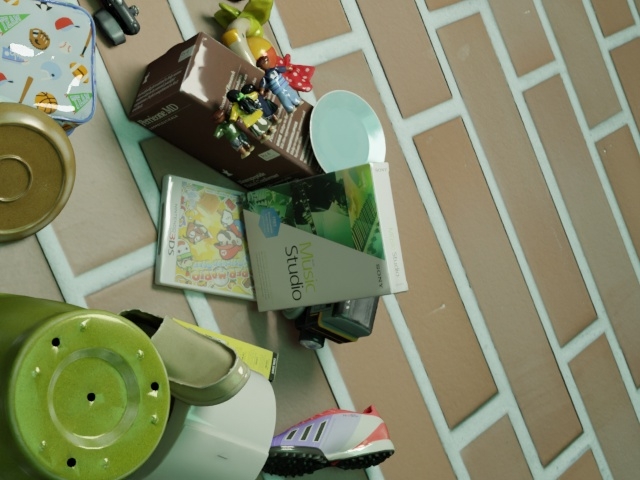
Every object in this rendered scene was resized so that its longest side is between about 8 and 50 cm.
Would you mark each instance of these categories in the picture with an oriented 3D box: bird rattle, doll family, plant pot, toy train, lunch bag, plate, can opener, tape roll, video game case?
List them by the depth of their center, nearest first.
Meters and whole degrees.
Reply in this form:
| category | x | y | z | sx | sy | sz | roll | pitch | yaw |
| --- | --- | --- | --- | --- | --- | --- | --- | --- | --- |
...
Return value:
| category | x | y | z | sx | sy | sz | roll | pitch | yaw |
| --- | --- | --- | --- | --- | --- | --- | --- | --- | --- |
| plant pot | -0.406 | 0.235 | 1.447 | 0.366 | 0.353 | 0.366 | 9 | 75 | -37 |
| plant pot | -0.497 | -0.101 | 1.579 | 0.236 | 0.032 | 0.236 | -15 | 118 | -29 |
| lunch bag | -0.511 | -0.299 | 1.637 | 0.303 | 0.115 | 0.243 | 4 | 75 | -38 |
| tape roll | -0.212 | 0.307 | 1.659 | 0.169 | 0.246 | 0.246 | 28 | 64 | -32 |
| doll family | -0.112 | -0.238 | 1.729 | 0.111 | 0.076 | 0.193 | 50 | 50 | -15 |
| can opener | -0.389 | -0.447 | 1.800 | 0.073 | 0.059 | 0.186 | -37 | 104 | -37 |
| plate | 0.047 | -0.190 | 1.876 | 0.188 | 0.024 | 0.188 | 9 | 76 | -38 |
| video game case | -0.201 | -0.002 | 1.877 | 0.227 | 0.026 | 0.206 | 13 | 73 | -37 |
| bird rattle | -0.120 | -0.351 | 1.939 | 0.253 | 0.143 | 0.207 | 66 | 23 | -18 |
| toy train | 0.044 | 0.052 | 1.956 | 0.142 | 0.190 | 0.334 | 30 | 63 | -31 |

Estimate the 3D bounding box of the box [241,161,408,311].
| category | x | y | z | sx | sy | sz | roll | pitch | yaw |
| --- | --- | --- | --- | --- | --- | --- | --- | --- | --- |
| box | 0.000 | 0.000 | 1.813 | 0.058 | 0.322 | 0.232 | -7 | 86 | -52 |

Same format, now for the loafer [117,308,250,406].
| category | x | y | z | sx | sy | sz | roll | pitch | yaw |
| --- | --- | --- | --- | --- | --- | --- | --- | --- | --- |
| loafer | -0.227 | 0.174 | 1.529 | 0.102 | 0.268 | 0.092 | -55 | 141 | -30 |

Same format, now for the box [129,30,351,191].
| category | x | y | z | sx | sy | sz | roll | pitch | yaw |
| --- | --- | --- | --- | --- | --- | --- | --- | --- | --- |
| box | -0.139 | -0.212 | 1.866 | 0.381 | 0.191 | 0.143 | 32 | 62 | -29 |

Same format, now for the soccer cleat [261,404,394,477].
| category | x | y | z | sx | sy | sz | roll | pitch | yaw |
| --- | --- | --- | --- | --- | --- | --- | --- | --- | --- |
| soccer cleat | -0.001 | 0.381 | 1.920 | 0.318 | 0.108 | 0.116 | 4 | 56 | -36 |

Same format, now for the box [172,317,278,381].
| category | x | y | z | sx | sy | sz | roll | pitch | yaw |
| --- | --- | --- | --- | --- | --- | --- | --- | --- | --- |
| box | -0.195 | 0.204 | 1.799 | 0.232 | 0.087 | 0.058 | 22 | 65 | -33 |
